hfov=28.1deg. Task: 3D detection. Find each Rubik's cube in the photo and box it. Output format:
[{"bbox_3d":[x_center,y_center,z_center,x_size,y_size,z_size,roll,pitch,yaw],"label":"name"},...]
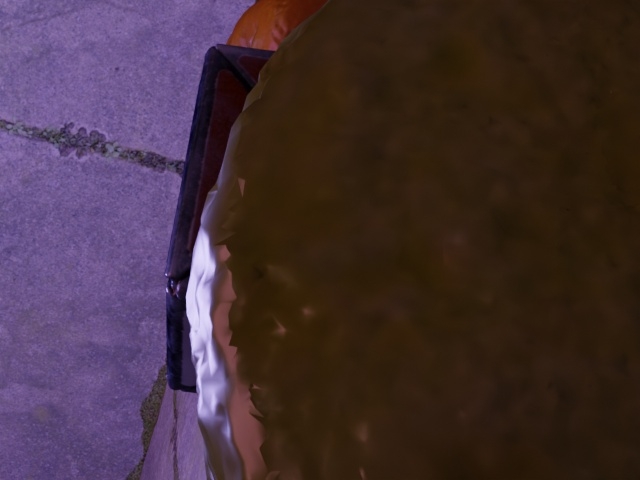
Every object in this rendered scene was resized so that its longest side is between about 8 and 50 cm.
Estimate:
[{"bbox_3d":[0.000,0.000,1.173,0.260,0.255,0.259,104,174,-65],"label":"Rubik's cube"}]

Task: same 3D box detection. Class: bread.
[{"bbox_3d":[0.115,0.083,0.500,0.308,0.348,0.348,104,172,-58],"label":"bread"}]

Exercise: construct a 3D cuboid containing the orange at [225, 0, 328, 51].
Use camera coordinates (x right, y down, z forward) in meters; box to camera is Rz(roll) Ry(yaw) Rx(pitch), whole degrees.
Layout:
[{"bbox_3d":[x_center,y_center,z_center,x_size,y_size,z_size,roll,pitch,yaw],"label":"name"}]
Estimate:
[{"bbox_3d":[0.009,-0.159,1.402,0.261,0.261,0.261,-167,90,-78],"label":"orange"}]
